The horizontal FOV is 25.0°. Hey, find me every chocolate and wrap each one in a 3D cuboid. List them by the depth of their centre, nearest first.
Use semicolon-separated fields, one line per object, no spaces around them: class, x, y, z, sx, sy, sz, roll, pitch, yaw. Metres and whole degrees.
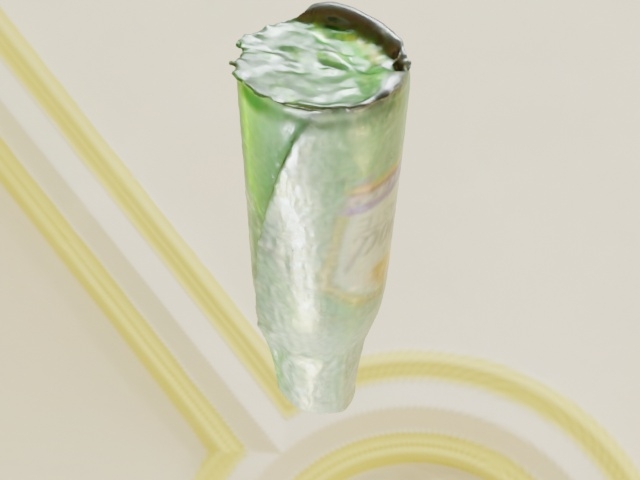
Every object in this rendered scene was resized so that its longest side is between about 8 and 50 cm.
chocolate;0.000;0.000;0.922;0.110;0.291;0.110;0;-137;0
